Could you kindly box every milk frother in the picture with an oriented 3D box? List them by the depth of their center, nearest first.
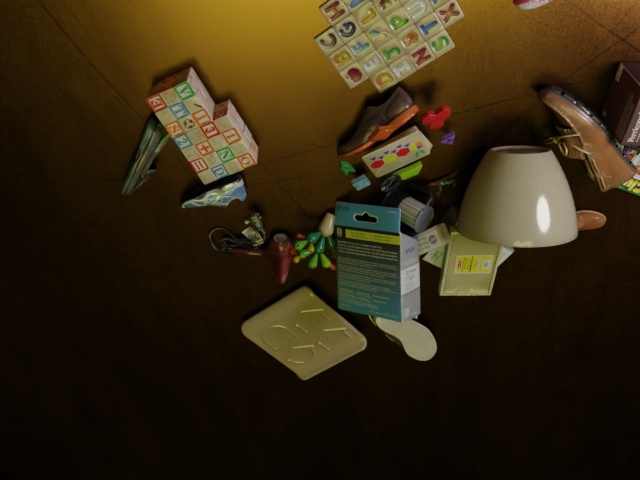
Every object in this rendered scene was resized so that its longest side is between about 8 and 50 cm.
[{"bbox_3d":[0.249,-0.113,1.859,0.143,0.135,0.129,9,109,-51],"label":"milk frother"}]

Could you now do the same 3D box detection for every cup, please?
[{"bbox_3d":[0.552,-0.139,1.783,0.332,0.331,0.236,-2,106,1],"label":"cup"}]

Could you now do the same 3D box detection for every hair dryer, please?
[{"bbox_3d":[-0.194,0.029,2.050,0.224,0.080,0.293,-22,122,34],"label":"hair dryer"}]

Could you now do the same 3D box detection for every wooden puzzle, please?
[{"bbox_3d":[-0.057,0.328,2.288,0.322,0.080,0.348,-33,119,23],"label":"wooden puzzle"}]

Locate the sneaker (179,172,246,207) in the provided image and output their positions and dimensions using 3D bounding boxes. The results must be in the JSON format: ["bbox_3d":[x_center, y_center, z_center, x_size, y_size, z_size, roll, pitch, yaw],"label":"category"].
[{"bbox_3d":[-0.321,-0.128,1.893,0.211,0.080,0.081,-15,125,13],"label":"sneaker"}]

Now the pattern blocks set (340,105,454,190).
[{"bbox_3d":[0.215,-0.247,1.767,0.325,0.026,0.285,-21,153,7],"label":"pattern blocks set"}]

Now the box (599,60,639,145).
[{"bbox_3d":[0.882,-0.356,1.666,0.203,0.167,0.168,1,130,-2],"label":"box"}]

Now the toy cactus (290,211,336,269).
[{"bbox_3d":[0.000,0.000,1.987,0.219,0.112,0.180,18,95,-40],"label":"toy cactus"}]

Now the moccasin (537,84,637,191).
[{"bbox_3d":[0.713,-0.275,1.755,0.147,0.139,0.380,-39,122,23],"label":"moccasin"}]

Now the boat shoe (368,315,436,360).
[{"bbox_3d":[0.293,0.320,2.270,0.324,0.097,0.116,38,89,-30],"label":"boat shoe"}]

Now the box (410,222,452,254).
[{"bbox_3d":[0.256,0.035,1.978,0.324,0.063,0.067,-26,84,42],"label":"box"}]

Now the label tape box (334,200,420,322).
[{"bbox_3d":[0.172,0.054,1.937,0.249,0.115,0.347,9,106,40],"label":"label tape box"}]

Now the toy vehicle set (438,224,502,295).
[{"bbox_3d":[0.469,0.066,1.982,0.166,0.035,0.266,0,129,-1],"label":"toy vehicle set"}]

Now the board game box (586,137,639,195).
[{"bbox_3d":[0.939,-0.206,1.885,0.260,0.030,0.136,16,130,-13],"label":"board game box"}]

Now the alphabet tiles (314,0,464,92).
[{"bbox_3d":[0.171,-0.537,1.603,0.343,0.011,0.285,-29,125,21],"label":"alphabet tiles"}]

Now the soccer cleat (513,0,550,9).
[{"bbox_3d":[0.620,-0.617,1.475,0.331,0.116,0.143,-31,124,22],"label":"soccer cleat"}]

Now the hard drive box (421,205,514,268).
[{"bbox_3d":[0.463,0.020,2.026,0.232,0.089,0.181,26,125,-20],"label":"hard drive box"}]

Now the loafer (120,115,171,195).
[{"bbox_3d":[-0.492,-0.224,1.804,0.084,0.096,0.267,18,126,-23],"label":"loafer"}]

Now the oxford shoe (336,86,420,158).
[{"bbox_3d":[0.142,-0.320,1.753,0.271,0.097,0.098,-32,94,28],"label":"oxford shoe"}]

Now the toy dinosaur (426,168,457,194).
[{"bbox_3d":[0.362,-0.175,1.906,0.082,0.047,0.090,9,97,3],"label":"toy dinosaur"}]

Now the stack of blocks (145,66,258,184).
[{"bbox_3d":[-0.314,-0.315,1.730,0.171,0.087,0.297,-20,127,15],"label":"stack of blocks"}]

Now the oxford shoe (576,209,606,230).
[{"bbox_3d":[0.792,-0.047,1.986,0.213,0.076,0.076,-3,128,-1],"label":"oxford shoe"}]

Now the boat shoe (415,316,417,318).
[{"bbox_3d":[0.273,0.169,2.144,0.079,0.095,0.254,-16,127,10],"label":"boat shoe"}]
